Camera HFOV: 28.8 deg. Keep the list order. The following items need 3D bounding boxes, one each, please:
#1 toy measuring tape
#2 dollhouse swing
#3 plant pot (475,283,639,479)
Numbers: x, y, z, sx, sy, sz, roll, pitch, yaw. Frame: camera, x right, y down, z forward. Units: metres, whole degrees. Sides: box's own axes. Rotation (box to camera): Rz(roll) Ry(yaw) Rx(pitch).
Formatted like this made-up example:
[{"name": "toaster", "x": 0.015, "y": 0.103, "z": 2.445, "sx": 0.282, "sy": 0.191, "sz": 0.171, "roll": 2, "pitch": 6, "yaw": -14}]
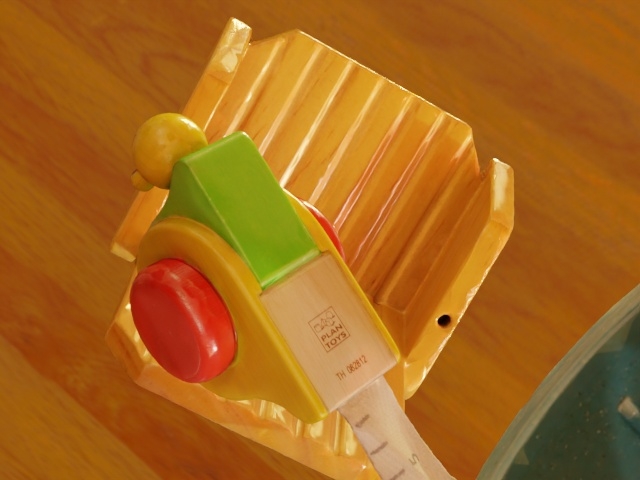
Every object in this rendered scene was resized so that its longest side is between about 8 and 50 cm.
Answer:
[{"name": "toy measuring tape", "x": -0.011, "y": 0.079, "z": 0.677, "sx": 0.121, "sy": 0.121, "sz": 0.330, "roll": -32, "pitch": 89, "yaw": -3}, {"name": "dollhouse swing", "x": 0.000, "y": 0.000, "z": 1.194, "sx": 0.347, "sy": 0.305, "sz": 0.315, "roll": 28, "pitch": 101, "yaw": -10}, {"name": "plant pot", "x": 0.263, "y": 0.191, "z": 0.438, "sx": 0.334, "sy": 0.341, "sz": 0.341, "roll": 40, "pitch": 79, "yaw": -17}]
